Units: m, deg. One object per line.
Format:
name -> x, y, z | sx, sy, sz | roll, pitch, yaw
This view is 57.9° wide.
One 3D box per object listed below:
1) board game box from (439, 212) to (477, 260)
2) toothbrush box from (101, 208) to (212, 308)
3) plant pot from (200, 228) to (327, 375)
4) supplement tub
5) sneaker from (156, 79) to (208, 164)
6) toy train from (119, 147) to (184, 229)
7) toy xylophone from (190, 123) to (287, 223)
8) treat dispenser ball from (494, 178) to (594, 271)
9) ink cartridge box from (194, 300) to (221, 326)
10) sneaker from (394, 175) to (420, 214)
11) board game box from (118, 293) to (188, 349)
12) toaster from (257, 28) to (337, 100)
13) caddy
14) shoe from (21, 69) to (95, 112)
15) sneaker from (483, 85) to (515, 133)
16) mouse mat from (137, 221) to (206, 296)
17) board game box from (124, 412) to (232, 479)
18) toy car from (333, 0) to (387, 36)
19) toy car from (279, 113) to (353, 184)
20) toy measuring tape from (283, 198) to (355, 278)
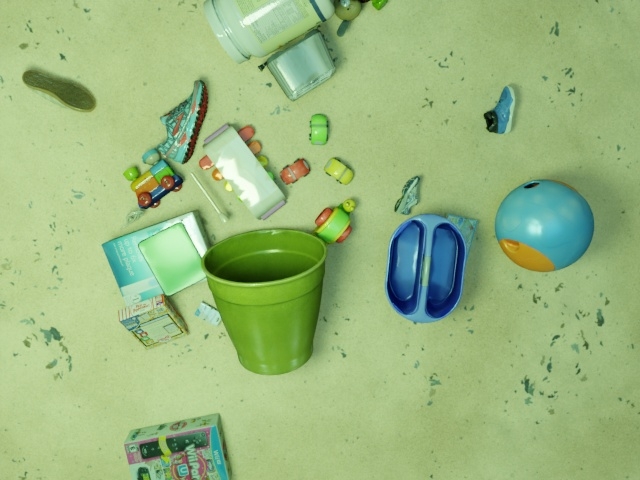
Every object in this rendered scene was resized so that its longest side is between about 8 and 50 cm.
board game box -> 0.447, -0.004, 1.913 | 0.103, 0.026, 0.154 | 13, 96, -6
toothbrush box -> -0.489, 0.054, 1.805 | 0.295, 0.126, 0.217 | -19, 98, -3
plant pot -> -0.151, 0.198, 1.744 | 0.366, 0.366, 0.353 | -6, 114, -3
supplement tub -> -0.147, -0.678, 1.666 | 0.324, 0.235, 0.236 | -26, 98, 14
sneaker -> -0.428, -0.373, 1.769 | 0.125, 0.104, 0.262 | 19, 95, -4
toy train -> -0.562, -0.162, 1.791 | 0.248, 0.105, 0.143 | -36, 88, 1
toy xylophone -> -0.262, -0.198, 1.811 | 0.236, 0.081, 0.323 | -29, 98, 0
treat dispenser ball -> 0.690, -0.046, 1.793 | 0.287, 0.288, 0.289 | 0, 97, -4
ink cartridge box -> -0.361, 0.239, 1.884 | 0.083, 0.028, 0.048 | 32, 94, -7
sneaker -> 0.292, -0.143, 1.879 | 0.058, 0.052, 0.135 | 24, 102, -16
board game box -> -0.518, 0.258, 1.809 | 0.146, 0.045, 0.194 | -20, 141, -2
toaster -> -0.061, -0.525, 1.764 | 0.226, 0.129, 0.147 | -32, 100, -1
caddy -> 0.327, 0.084, 1.821 | 0.241, 0.179, 0.342 | 5, 97, 5
shoe -> -0.790, -0.450, 1.762 | 0.218, 0.058, 0.077 | 25, 75, -10
sneaker -> 0.569, -0.419, 1.854 | 0.084, 0.058, 0.152 | 0, 104, -13
mouse mat -> -0.441, 0.058, 1.742 | 0.152, 0.007, 0.190 | -27, 99, -1
board game box -> -0.463, 0.716, 1.903 | 0.303, 0.097, 0.224 | -11, 98, -3
toy car -> 0.085, -0.722, 1.752 | 0.155, 0.149, 0.188 | 45, 104, 4
toy car -> -0.009, -0.286, 1.832 | 0.238, 0.053, 0.225 | 1, 97, -4
toy measuring tape -> 0.000, 0.000, 1.839 | 0.121, 0.121, 0.330 | 40, 93, -8
